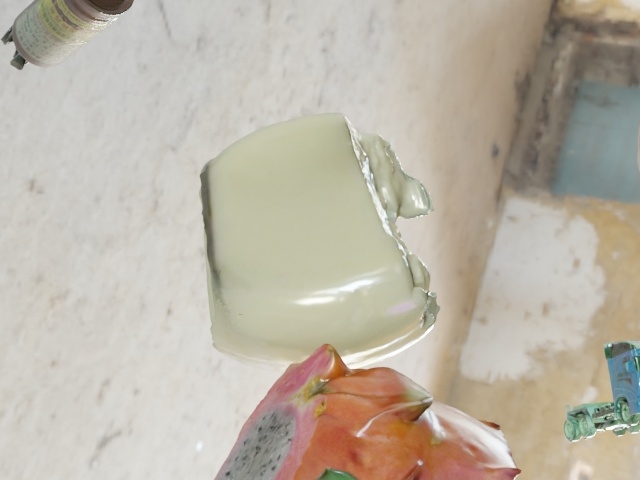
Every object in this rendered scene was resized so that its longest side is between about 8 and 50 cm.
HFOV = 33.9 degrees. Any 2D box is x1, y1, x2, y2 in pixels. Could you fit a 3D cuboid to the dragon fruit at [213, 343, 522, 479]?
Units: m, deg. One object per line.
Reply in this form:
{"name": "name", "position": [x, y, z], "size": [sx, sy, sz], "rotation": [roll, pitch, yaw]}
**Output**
{"name": "dragon fruit", "position": [0.004, 0.216, 0.767], "size": [0.290, 0.189, 0.290], "rotation": [-57, -169, 17]}

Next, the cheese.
{"name": "cheese", "position": [0.000, 0.000, 0.968], "size": [0.127, 0.233, 0.266], "rotation": [78, -1, -51]}

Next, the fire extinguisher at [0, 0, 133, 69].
{"name": "fire extinguisher", "position": [-0.297, -0.253, 1.220], "size": [0.106, 0.252, 0.075], "rotation": [-42, 104, -40]}

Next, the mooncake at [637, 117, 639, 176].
{"name": "mooncake", "position": [0.417, -0.082, 0.900], "size": [0.306, 0.306, 0.154], "rotation": [-53, 143, -50]}

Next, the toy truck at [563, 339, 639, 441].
{"name": "toy truck", "position": [0.289, 0.145, 1.015], "size": [0.175, 0.067, 0.081], "rotation": [124, -38, -68]}
